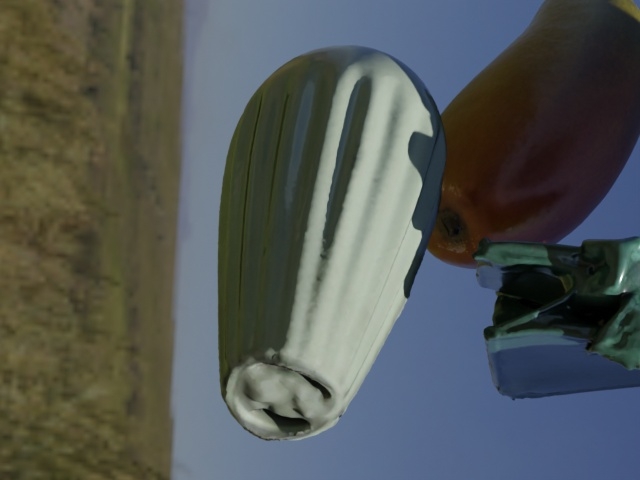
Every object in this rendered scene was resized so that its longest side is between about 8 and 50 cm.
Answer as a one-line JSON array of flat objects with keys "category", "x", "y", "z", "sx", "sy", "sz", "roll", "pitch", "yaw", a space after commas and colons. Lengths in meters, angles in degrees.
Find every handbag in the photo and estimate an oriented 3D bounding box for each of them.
[{"category": "handbag", "x": 0.255, "y": 0.039, "z": 0.926, "sx": 0.238, "sy": 0.327, "sz": 0.089, "roll": 49, "pitch": 39, "yaw": -78}]

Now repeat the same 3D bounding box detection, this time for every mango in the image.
[{"category": "mango", "x": 0.167, "y": -0.089, "z": 1.180, "sx": 0.289, "sy": 0.129, "sz": 0.146, "roll": -53, "pitch": -164, "yaw": -25}]

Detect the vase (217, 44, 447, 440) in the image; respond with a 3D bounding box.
[{"category": "vase", "x": 0.000, "y": 0.000, "z": 0.884, "sx": 0.248, "sy": 0.128, "sz": 0.128, "roll": -77, "pitch": 179, "yaw": -46}]
